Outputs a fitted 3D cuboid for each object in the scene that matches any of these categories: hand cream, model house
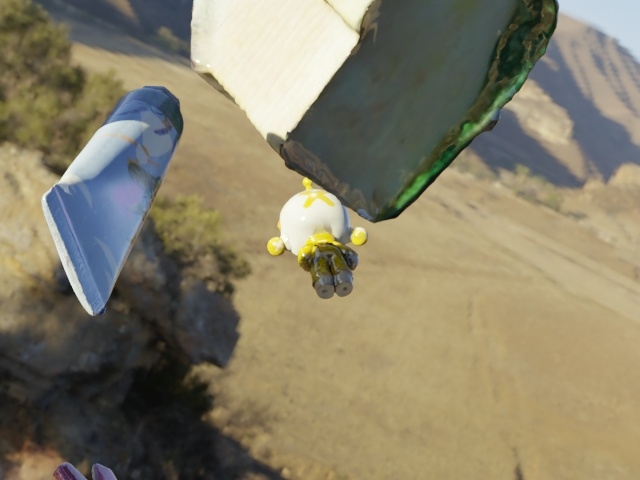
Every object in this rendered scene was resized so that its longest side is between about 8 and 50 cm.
[{"bbox_3d":[-0.141,-0.044,0.842,0.055,0.088,0.256,-9,25,11],"label":"hand cream"},{"bbox_3d":[0.030,-0.228,1.204,0.284,0.298,0.243,45,8,36],"label":"model house"}]

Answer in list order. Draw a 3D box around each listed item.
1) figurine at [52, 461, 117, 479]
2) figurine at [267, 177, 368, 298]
[{"bbox_3d":[-0.196,0.233,0.893,0.205,0.103,0.260,-2,13,-23],"label":"figurine"},{"bbox_3d":[-0.005,0.001,1.269,0.101,0.068,0.143,9,43,8],"label":"figurine"}]
